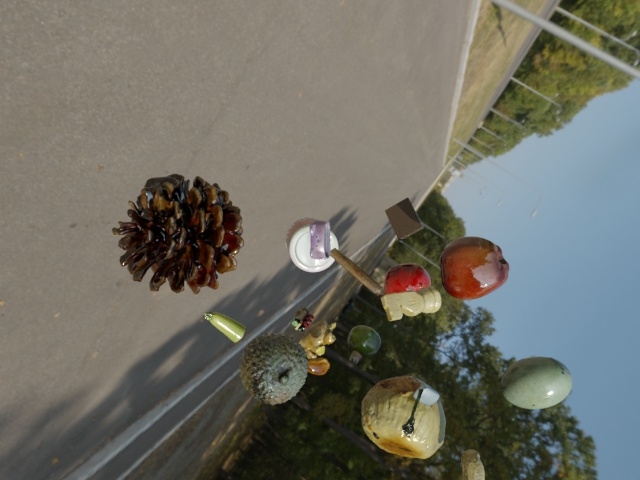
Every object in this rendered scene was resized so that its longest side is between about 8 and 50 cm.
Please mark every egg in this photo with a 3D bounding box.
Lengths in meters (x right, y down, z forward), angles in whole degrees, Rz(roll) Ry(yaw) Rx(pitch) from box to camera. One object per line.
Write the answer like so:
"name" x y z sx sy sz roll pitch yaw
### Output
"egg" 0.744 0.493 1.412 0.236 0.169 0.169 -29 -175 33

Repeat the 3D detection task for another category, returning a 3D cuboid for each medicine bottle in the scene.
"medicine bottle" -0.050 0.019 2.137 0.252 0.252 0.241 -55 -165 5

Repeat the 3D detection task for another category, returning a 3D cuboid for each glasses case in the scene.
"glasses case" 0.432 0.631 1.650 0.067 0.045 0.178 -48 135 2

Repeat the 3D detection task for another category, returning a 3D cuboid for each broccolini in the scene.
"broccolini" 0.323 0.587 1.393 0.044 0.042 0.218 -47 173 30

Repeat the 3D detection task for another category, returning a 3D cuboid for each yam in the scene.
"yam" 0.142 0.123 1.613 0.046 0.264 0.046 -46 165 -17

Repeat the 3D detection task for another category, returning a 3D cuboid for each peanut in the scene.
"peanut" 0.583 0.925 1.567 0.098 0.090 0.214 -9 -120 43

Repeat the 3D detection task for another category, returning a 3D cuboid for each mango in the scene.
"mango" -0.019 0.563 1.826 0.063 0.127 0.077 -29 -129 58

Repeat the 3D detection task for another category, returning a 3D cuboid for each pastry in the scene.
"pastry" 0.381 0.792 1.859 0.312 0.388 0.388 -61 176 -38

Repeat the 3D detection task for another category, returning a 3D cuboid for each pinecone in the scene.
"pinecone" -0.457 -0.011 1.289 0.398 0.398 0.398 -52 170 -13

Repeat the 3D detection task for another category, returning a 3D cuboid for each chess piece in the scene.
"chess piece" 0.286 0.202 1.310 0.200 0.090 0.090 -4 142 -28

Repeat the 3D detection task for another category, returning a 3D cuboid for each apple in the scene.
"apple" 0.534 0.092 1.436 0.234 0.234 0.234 -52 170 -13

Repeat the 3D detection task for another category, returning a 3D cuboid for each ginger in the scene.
"ginger" -0.007 0.482 2.045 0.216 0.157 0.102 -41 135 1

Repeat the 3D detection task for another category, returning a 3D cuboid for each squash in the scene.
"squash" -0.467 0.402 1.946 0.094 0.224 0.094 -38 -152 25

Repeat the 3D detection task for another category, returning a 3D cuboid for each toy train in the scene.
"toy train" -0.085 0.368 1.885 0.050 0.087 0.138 -56 176 26

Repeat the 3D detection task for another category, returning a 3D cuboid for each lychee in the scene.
"lychee" -0.176 0.465 1.497 0.255 0.255 0.274 -50 -155 -21

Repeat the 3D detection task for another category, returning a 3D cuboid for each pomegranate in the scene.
"pomegranate" 0.217 0.554 2.143 0.209 0.180 0.180 -55 172 -28
"pomegranate" 0.381 0.203 1.787 0.210 0.210 0.235 -51 158 -15

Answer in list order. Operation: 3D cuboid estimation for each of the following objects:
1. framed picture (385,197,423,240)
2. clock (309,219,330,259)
"framed picture" 0.390 -0.100 1.898 0.128 0.168 0.023 -30 153 20
"clock" 0.000 0.000 1.538 0.110 0.050 0.152 -15 105 -71
